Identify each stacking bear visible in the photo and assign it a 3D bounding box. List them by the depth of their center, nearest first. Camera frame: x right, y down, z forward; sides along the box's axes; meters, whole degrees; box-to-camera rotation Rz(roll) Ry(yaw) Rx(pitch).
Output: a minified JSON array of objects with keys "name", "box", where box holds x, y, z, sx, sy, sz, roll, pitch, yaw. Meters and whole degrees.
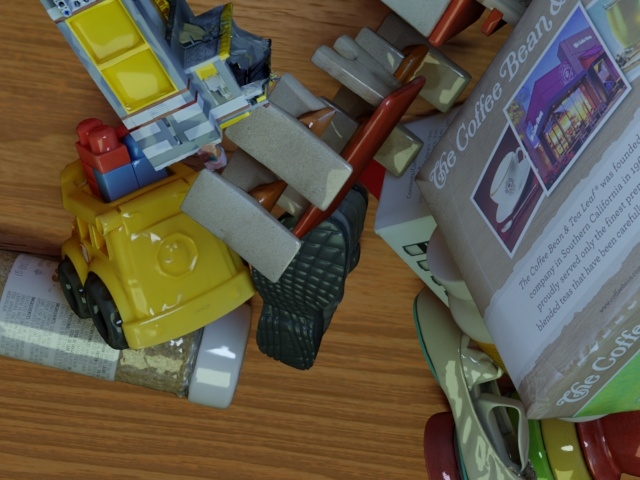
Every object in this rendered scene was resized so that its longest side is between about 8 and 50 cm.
[{"name":"stacking bear","box":[0.279,0.238,1.554,0.289,0.175,0.164,-18,143,20]}]

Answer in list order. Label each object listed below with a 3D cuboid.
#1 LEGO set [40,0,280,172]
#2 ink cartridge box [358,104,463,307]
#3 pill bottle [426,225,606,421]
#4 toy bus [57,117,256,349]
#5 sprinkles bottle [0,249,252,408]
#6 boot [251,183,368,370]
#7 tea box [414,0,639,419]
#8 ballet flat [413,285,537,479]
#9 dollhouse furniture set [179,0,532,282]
[{"name":"LEGO set","box":[-0.047,-0.194,0.886,0.255,0.331,0.192,-27,122,7]},{"name":"ink cartridge box","box":[0.194,0.013,1.284,0.272,0.130,0.309,-16,137,33]},{"name":"pill bottle","box":[0.178,0.054,1.129,0.117,0.117,0.208,-17,135,33]},{"name":"toy bus","box":[-0.185,-0.025,1.306,0.220,0.149,0.211,26,138,58]},{"name":"sprinkles bottle","box":[-0.258,0.090,1.505,0.355,0.121,0.121,13,144,-4]},{"name":"boot","box":[0.000,0.000,1.295,0.083,0.161,0.246,22,146,6]},{"name":"tea box","box":[0.294,-0.066,0.899,0.323,0.220,0.329,0,141,-29]},{"name":"ballet flat","box":[0.172,0.159,1.447,0.086,0.086,0.248,-13,102,28]},{"name":"dollhouse furniture set","box":[0.054,-0.102,1.036,0.135,0.262,0.259,39,122,7]}]
